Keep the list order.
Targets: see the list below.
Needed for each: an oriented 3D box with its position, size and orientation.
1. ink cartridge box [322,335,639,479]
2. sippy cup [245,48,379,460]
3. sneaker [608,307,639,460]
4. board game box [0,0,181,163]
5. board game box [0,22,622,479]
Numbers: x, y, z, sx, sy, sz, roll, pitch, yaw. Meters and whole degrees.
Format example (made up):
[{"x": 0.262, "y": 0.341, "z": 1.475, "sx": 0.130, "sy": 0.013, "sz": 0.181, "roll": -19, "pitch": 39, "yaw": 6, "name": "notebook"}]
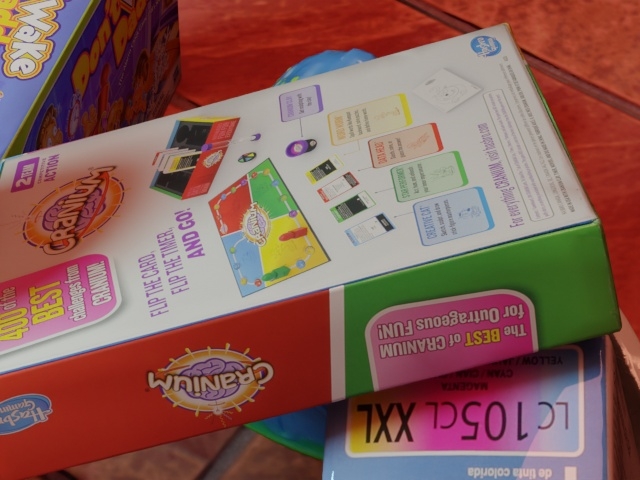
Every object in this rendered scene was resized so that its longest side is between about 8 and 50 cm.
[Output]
[{"x": 0.091, "y": 0.276, "z": 0.739, "sx": 0.151, "sy": 0.270, "sz": 0.395, "roll": -4, "pitch": 62, "yaw": 15, "name": "ink cartridge box"}, {"x": 0.000, "y": 0.000, "z": 0.987, "sx": 0.305, "sy": 0.240, "sz": 0.224, "roll": 22, "pitch": 67, "yaw": 24, "name": "sippy cup"}, {"x": 0.184, "y": 0.172, "z": 0.979, "sx": 0.147, "sy": 0.104, "sz": 0.296, "roll": -15, "pitch": 50, "yaw": -11, "name": "sneaker"}, {"x": -0.200, "y": -0.094, "z": 1.075, "sx": 0.078, "sy": 0.233, "sz": 0.347, "roll": 14, "pitch": 53, "yaw": 8, "name": "board game box"}, {"x": -0.026, "y": -0.004, "z": 0.766, "sx": 0.316, "sy": 0.064, "sz": 0.242, "roll": -14, "pitch": 30, "yaw": 5, "name": "board game box"}]
